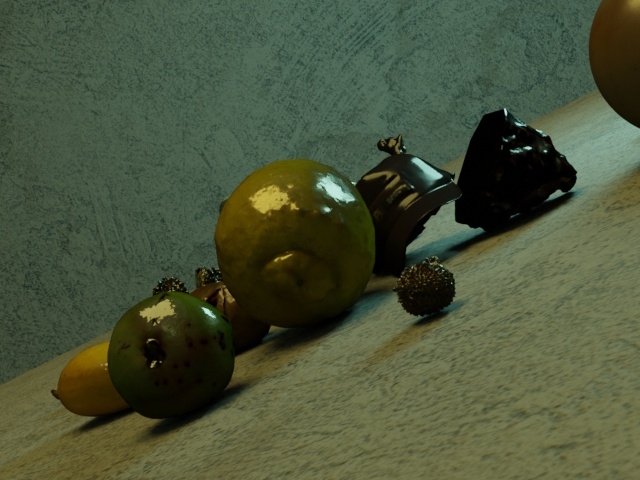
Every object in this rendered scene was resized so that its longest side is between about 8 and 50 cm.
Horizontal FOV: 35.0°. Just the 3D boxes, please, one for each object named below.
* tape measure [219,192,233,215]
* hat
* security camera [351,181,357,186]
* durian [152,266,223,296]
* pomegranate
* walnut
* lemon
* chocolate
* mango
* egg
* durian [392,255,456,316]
[{"bbox_3d":[-0.145,-0.005,2.504,0.147,0.256,0.275,-19,23,8],"label":"tape measure"},{"bbox_3d":[0.113,-0.074,1.818,0.238,0.209,0.336,-51,1,2],"label":"hat"},{"bbox_3d":[0.000,0.000,2.027,0.195,0.194,0.236,-30,6,-42],"label":"security camera"},{"bbox_3d":[-0.231,0.137,1.962,0.196,0.167,0.196,-21,31,13],"label":"durian"},{"bbox_3d":[-0.212,0.168,1.436,0.179,0.179,0.210,-27,-15,-22],"label":"pomegranate"},{"bbox_3d":[-0.177,0.140,1.797,0.245,0.137,0.137,-17,9,44],"label":"walnut"},{"bbox_3d":[-0.043,0.002,1.656,0.285,0.285,0.316,-27,9,-19],"label":"lemon"},{"bbox_3d":[0.350,-0.099,1.744,0.177,0.206,0.224,17,0,-6],"label":"chocolate"},{"bbox_3d":[-0.319,0.224,1.730,0.317,0.119,0.176,-15,5,20],"label":"mango"},{"bbox_3d":[0.597,-0.321,1.649,0.301,0.301,0.374,-23,5,33],"label":"egg"},{"bbox_3d":[0.127,0.059,1.282,0.091,0.080,0.080,-5,-6,-28],"label":"durian"}]
